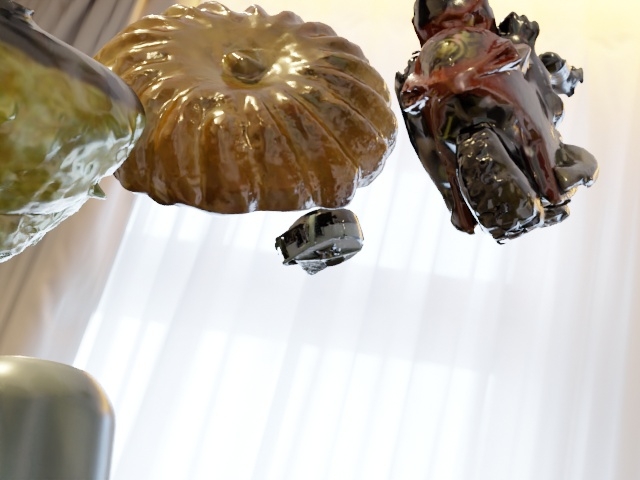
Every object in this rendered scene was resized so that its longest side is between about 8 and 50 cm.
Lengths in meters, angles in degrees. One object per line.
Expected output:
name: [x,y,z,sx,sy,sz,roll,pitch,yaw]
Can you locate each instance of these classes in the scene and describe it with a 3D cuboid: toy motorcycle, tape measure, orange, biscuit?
toy motorcycle: [0.147,-0.104,0.933,0.134,0.207,0.401,-23,-5,19]
tape measure: [0.001,-0.001,1.309,0.094,0.054,0.091,-26,-27,24]
orange: [-0.298,-0.085,0.859,0.270,0.210,0.368,19,-2,-33]
biscuit: [-0.081,-0.145,1.132,0.325,0.326,0.107,11,-53,7]

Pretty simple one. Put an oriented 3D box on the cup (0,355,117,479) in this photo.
cup: [-0.321,0.286,1.163,0.205,0.312,0.205,3,-21,1]
